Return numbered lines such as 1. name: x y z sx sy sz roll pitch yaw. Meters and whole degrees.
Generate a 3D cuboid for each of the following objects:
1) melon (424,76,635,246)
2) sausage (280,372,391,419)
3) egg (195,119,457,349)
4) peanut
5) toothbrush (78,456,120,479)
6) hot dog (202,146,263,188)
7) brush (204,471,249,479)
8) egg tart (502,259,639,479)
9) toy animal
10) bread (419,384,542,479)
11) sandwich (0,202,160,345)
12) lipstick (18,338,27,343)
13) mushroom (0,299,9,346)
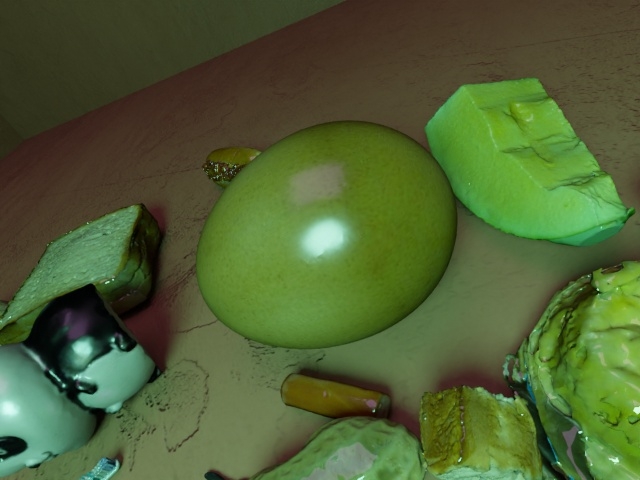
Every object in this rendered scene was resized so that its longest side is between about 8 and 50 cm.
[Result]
1. melon: 0.273 -0.096 0.552 0.196 0.124 0.324 -12 47 6
2. sausage: 0.011 0.175 0.458 0.131 0.041 0.039 -1 66 32
3. egg: 0.000 0.000 0.499 0.322 0.250 0.250 -25 36 13
4. peanut: 0.001 0.220 0.374 0.194 0.083 0.093 -25 51 1
5. toothbrush: -0.359 0.371 0.470 0.304 0.030 0.030 -44 40 -16
6. hot dog: -0.192 -0.159 0.931 0.076 0.102 0.249 -10 20 -43
7. brush: -0.094 0.263 0.445 0.083 0.008 0.024 0 46 32
8. egg tart: 0.290 0.099 0.324 0.290 0.107 0.291 -17 37 13
9. toy animal: -0.349 0.187 0.543 0.165 0.187 0.235 33 60 23
10. bread: 0.130 0.168 0.352 0.083 0.077 0.070 21 53 -10
11. sandwich: -0.460 0.060 0.840 0.271 0.099 0.301 -22 34 0
12. lipstick: -0.560 0.246 0.704 0.317 0.066 0.068 -27 36 1
13. mushroom: -0.640 0.185 0.783 0.166 0.127 0.166 1 35 -1
